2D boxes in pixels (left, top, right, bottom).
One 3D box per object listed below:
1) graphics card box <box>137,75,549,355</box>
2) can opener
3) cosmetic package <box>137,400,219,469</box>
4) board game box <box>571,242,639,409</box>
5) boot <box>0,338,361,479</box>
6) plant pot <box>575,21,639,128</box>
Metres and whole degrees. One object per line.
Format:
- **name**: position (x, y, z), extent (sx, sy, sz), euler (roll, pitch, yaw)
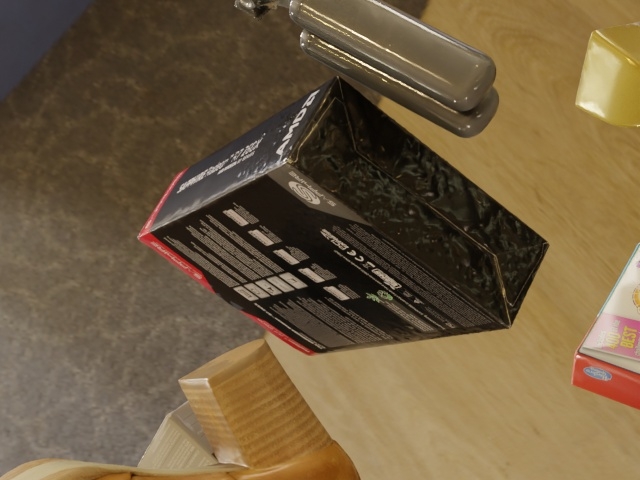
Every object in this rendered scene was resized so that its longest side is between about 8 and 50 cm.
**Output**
- **graphics card box**: position (0.000, 0.000, 1.006), extent (0.094, 0.233, 0.371), euler (-60, 17, -21)
- **can opener**: position (0.024, -0.183, 0.846), extent (0.283, 0.076, 0.095), euler (32, 75, 24)
- **cosmetic package**: position (-0.066, 0.273, 1.206), extent (0.238, 0.127, 0.107), euler (37, 119, 13)
- **board game box**: position (0.513, 0.140, 1.412), extent (0.317, 0.064, 0.242), euler (20, 46, 25)
- **boot**: position (-0.095, 0.210, 0.625), extent (0.295, 0.104, 0.211), euler (-28, 95, -21)
- **plant pot**: position (0.301, -0.147, 1.037), extent (0.083, 0.081, 0.081), euler (51, 146, 44)
